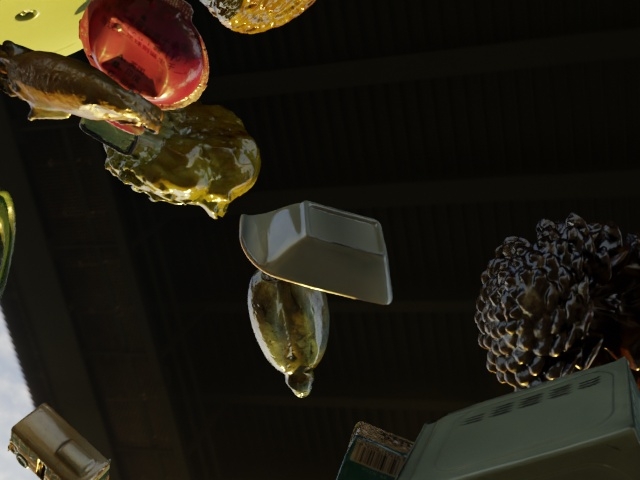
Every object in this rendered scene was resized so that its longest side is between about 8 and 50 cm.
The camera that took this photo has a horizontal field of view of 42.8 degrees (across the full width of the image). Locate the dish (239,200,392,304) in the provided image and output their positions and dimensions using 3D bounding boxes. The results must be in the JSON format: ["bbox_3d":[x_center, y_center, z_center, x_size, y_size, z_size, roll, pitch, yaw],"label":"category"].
[{"bbox_3d":[0.000,0.000,1.165,0.234,0.154,0.064,14,-56,-14],"label":"dish"}]

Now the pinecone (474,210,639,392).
[{"bbox_3d":[0.334,0.099,0.967,0.292,0.246,0.246,16,-60,-16],"label":"pinecone"}]

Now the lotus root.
[{"bbox_3d":[-0.059,0.176,1.671,0.158,0.140,0.322,-11,-55,-5],"label":"lotus root"}]

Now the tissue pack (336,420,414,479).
[{"bbox_3d":[0.146,0.423,1.281,0.271,0.134,0.192,22,-88,4],"label":"tissue pack"}]

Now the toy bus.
[{"bbox_3d":[-0.463,0.386,1.460,0.182,0.091,0.103,38,-45,13],"label":"toy bus"}]

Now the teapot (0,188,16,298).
[{"bbox_3d":[-0.578,-0.026,1.021,0.337,0.200,0.270,12,-67,-5],"label":"teapot"}]

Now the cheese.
[{"bbox_3d":[-0.209,-0.190,0.927,0.155,0.062,0.244,31,-46,-8],"label":"cheese"}]

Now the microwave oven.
[{"bbox_3d":[0.155,0.197,0.475,0.162,0.122,0.208,-23,-88,21],"label":"microwave oven"}]

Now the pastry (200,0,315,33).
[{"bbox_3d":[-0.116,-0.486,1.453,0.240,0.235,0.132,-27,-110,-2],"label":"pastry"}]

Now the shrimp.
[{"bbox_3d":[-0.264,-0.144,0.810,0.262,0.117,0.066,22,-103,37],"label":"shrimp"}]

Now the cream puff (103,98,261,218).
[{"bbox_3d":[-0.249,-0.134,1.467,0.282,0.282,0.185,21,-55,10],"label":"cream puff"}]

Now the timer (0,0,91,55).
[{"bbox_3d":[-0.382,-0.383,0.902,0.291,0.291,0.315,-26,-94,27],"label":"timer"}]
